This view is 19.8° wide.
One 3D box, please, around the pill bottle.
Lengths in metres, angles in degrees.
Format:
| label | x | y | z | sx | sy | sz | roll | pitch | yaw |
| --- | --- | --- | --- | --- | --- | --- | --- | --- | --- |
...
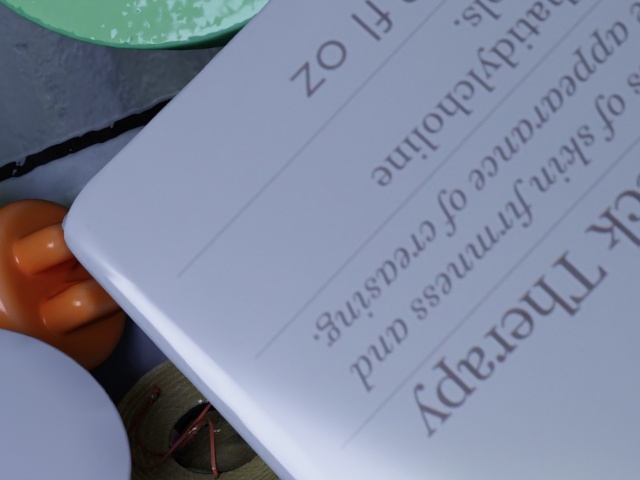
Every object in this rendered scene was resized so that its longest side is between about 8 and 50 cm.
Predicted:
| label | x | y | z | sx | sy | sz | roll | pitch | yaw |
| --- | --- | --- | --- | --- | --- | --- | --- | --- | --- |
| pill bottle | -0.260 | 0.223 | 1.196 | 0.210 | 0.210 | 0.363 | 52 | 139 | 17 |

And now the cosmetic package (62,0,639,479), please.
| label | x | y | z | sx | sy | sz | roll | pitch | yaw |
| --- | --- | --- | --- | --- | --- | --- | --- | --- | --- |
| cosmetic package | 0.174 | 0.040 | 0.806 | 0.329 | 0.327 | 0.394 | -46 | 70 | 2 |

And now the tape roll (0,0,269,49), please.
| label | x | y | z | sx | sy | sz | roll | pitch | yaw |
| --- | --- | --- | --- | --- | --- | --- | --- | --- | --- |
| tape roll | -0.096 | -0.275 | 1.097 | 0.321 | 0.077 | 0.321 | 2 | 96 | 17 |

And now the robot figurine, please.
| label | x | y | z | sx | sy | sz | roll | pitch | yaw |
| --- | --- | --- | --- | --- | --- | --- | --- | --- | --- |
| robot figurine | -0.222 | 0.050 | 1.253 | 0.219 | 0.128 | 0.158 | -27 | 126 | 34 |

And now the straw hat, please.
| label | x | y | z | sx | sy | sz | roll | pitch | yaw |
| --- | --- | --- | --- | --- | --- | --- | --- | --- | --- |
| straw hat | -0.061 | 0.134 | 1.192 | 0.144 | 0.144 | 0.061 | 16 | 147 | 31 |
